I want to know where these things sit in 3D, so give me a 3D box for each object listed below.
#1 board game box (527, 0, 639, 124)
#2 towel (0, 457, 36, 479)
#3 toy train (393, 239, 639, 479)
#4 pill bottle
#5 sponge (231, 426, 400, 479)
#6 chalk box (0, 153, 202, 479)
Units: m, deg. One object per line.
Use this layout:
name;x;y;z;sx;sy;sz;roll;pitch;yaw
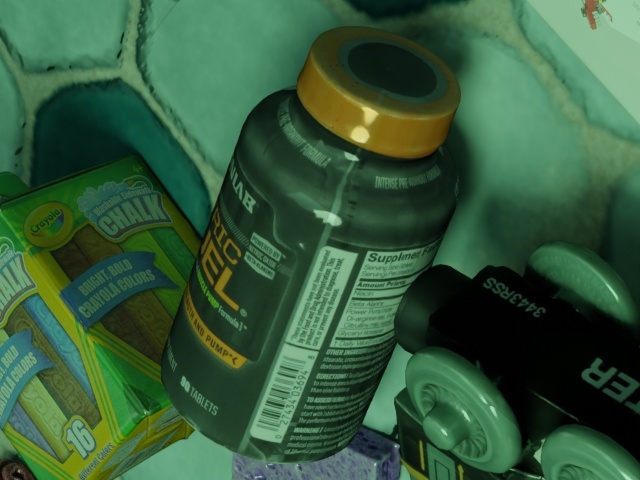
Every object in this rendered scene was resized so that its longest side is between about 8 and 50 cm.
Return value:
board game box;0.205;-0.089;0.892;0.305;0.193;0.053;50;131;14
towel;-0.234;0.348;1.543;0.237;0.037;0.329;49;131;16
toy train;0.174;0.135;1.025;0.334;0.142;0.190;31;148;32
pill bottle;0.000;0.000;1.144;0.130;0.130;0.245;38;127;23
sponge;-0.010;0.207;1.300;0.117;0.031;0.210;22;120;33
chalk box;-0.158;0.037;1.290;0.213;0.132;0.132;53;132;10
